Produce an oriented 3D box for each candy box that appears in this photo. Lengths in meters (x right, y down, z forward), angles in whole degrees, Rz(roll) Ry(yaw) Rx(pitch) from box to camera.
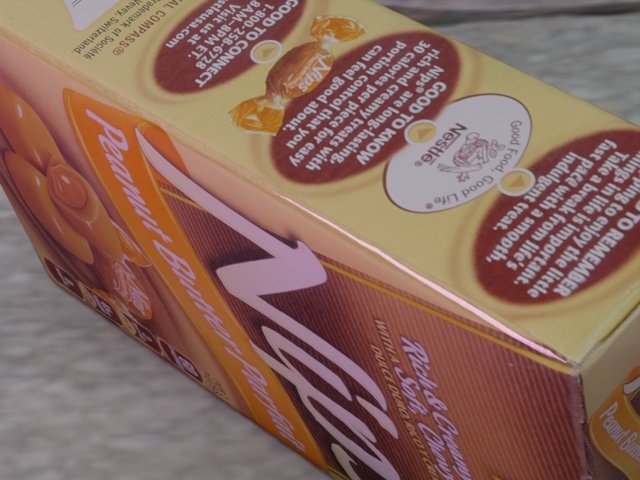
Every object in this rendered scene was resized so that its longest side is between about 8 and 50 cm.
[{"bbox_3d":[0.000,0.000,0.607,0.316,0.183,0.087,32,64,35],"label":"candy box"}]
